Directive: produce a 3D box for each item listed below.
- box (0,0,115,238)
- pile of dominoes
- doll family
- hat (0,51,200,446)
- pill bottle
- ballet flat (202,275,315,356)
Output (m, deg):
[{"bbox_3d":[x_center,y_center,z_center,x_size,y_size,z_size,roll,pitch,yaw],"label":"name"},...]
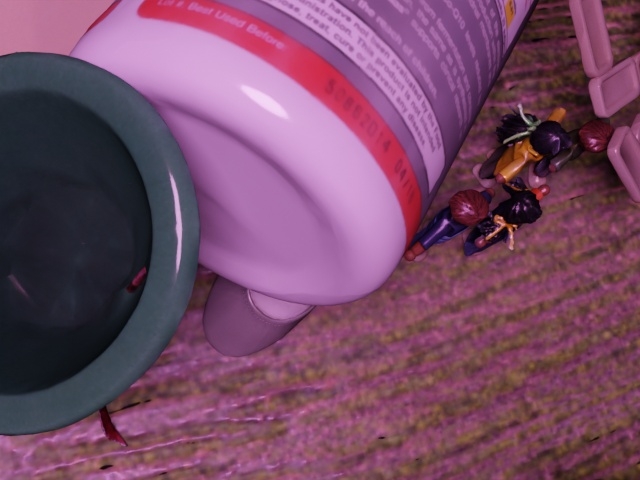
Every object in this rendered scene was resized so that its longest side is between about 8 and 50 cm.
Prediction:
[{"bbox_3d":[-0.195,-0.155,0.488,0.148,0.121,0.311,31,76,-20],"label":"box"},{"bbox_3d":[0.259,-0.151,0.594,0.251,0.040,0.196,-31,110,-36],"label":"pile of dominoes"},{"bbox_3d":[0.139,-0.040,0.561,0.076,0.111,0.193,41,76,-4],"label":"doll family"},{"bbox_3d":[-0.133,0.011,0.435,0.208,0.183,0.173,-41,82,9],"label":"hat"},{"bbox_3d":[0.025,-0.157,0.485,0.210,0.210,0.363,34,64,-5],"label":"pill bottle"},{"bbox_3d":[0.000,0.000,0.546,0.213,0.068,0.072,-42,95,-15],"label":"ballet flat"}]
